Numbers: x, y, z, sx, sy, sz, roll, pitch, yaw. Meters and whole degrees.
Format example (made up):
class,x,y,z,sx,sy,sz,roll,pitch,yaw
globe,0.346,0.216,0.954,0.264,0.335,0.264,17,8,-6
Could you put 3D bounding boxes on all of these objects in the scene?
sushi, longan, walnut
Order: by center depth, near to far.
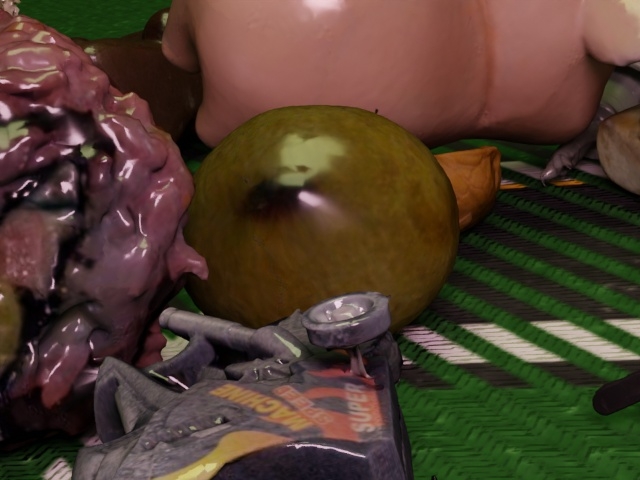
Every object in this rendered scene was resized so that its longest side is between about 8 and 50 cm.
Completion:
class,x,y,z,sx,sy,sz,roll,pitch,yaw
sushi,-0.205,0.005,0.848,0.270,0.236,0.171,-26,35,-16
longan,0.000,0.000,0.924,0.155,0.176,0.145,18,71,18
walnut,0.076,-0.027,1.061,0.091,0.052,0.121,-10,-4,9

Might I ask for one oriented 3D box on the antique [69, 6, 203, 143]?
class,x,y,z,sx,sy,sz,roll,pitch,yaw
antique,-0.161,-0.129,1.397,0.143,0.121,0.257,-4,18,39

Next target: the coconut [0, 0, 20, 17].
class,x,y,z,sx,sy,sz,roll,pitch,yaw
coconut,-0.360,-0.105,1.164,0.297,0.309,0.297,9,-6,1

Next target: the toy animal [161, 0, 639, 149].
class,x,y,z,sx,sy,sz,roll,pitch,yaw
toy animal,0.064,-0.154,1.048,0.269,0.237,0.326,-34,-17,32

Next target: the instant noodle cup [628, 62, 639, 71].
class,x,y,z,sx,sy,sz,roll,pitch,yaw
instant noodle cup,0.287,-0.242,1.130,0.193,0.212,0.193,6,55,-9

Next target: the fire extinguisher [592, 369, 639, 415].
class,x,y,z,sx,sy,sz,roll,pitch,yaw
fire extinguisher,0.252,0.023,0.810,0.267,0.072,0.089,-23,-5,-31

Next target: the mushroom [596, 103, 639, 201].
class,x,y,z,sx,sy,sz,roll,pitch,yaw
mushroom,0.334,-0.101,1.115,0.312,0.081,0.100,-22,14,-20

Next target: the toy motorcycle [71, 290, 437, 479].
class,x,y,z,sx,sy,sz,roll,pitch,yaw
toy motorcycle,-0.040,0.101,0.681,0.173,0.108,0.307,-15,16,3

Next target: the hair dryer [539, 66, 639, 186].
class,x,y,z,sx,sy,sz,roll,pitch,yaw
hair dryer,0.231,-0.129,1.243,0.173,0.107,0.357,0,27,34
